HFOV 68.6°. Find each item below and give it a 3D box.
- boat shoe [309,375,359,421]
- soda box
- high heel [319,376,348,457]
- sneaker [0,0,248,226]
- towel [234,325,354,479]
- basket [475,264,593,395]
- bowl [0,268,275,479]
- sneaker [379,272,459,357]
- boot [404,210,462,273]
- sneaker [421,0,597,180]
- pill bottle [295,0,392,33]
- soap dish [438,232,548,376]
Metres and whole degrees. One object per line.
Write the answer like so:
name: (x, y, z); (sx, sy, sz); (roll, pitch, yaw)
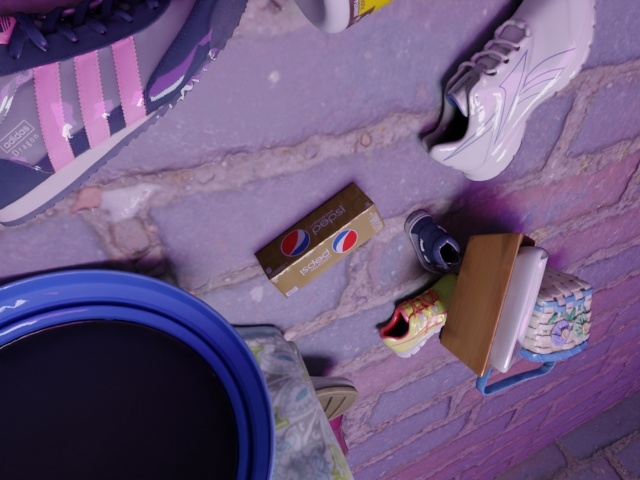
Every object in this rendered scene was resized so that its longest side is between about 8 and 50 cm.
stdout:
boat shoe: (-0.067, 0.278, 0.846); (0.302, 0.103, 0.113); (4, 124, -35)
soda box: (0.000, 0.000, 0.679); (0.181, 0.061, 0.058); (-36, 137, -1)
high heel: (-0.135, 0.406, 0.950); (0.377, 0.127, 0.181); (-17, 102, -12)
sneaker: (-0.202, -0.145, 0.379); (0.319, 0.112, 0.131); (-42, 141, 3)
towel: (-0.147, 0.261, 0.620); (0.374, 0.320, 0.090); (6, 131, -37)
basket: (0.484, 0.216, 1.088); (0.255, 0.201, 0.289); (-9, 121, -29)
bowl: (-0.243, 0.208, 0.466); (0.391, 0.391, 0.077); (-11, 145, -26)
sneaker: (0.200, 0.143, 0.929); (0.094, 0.081, 0.208); (33, 100, -35)
boot: (0.213, 0.028, 0.828); (0.069, 0.086, 0.190); (-43, 137, 6)
sneaker: (0.246, -0.215, 0.626); (0.129, 0.111, 0.297); (5, 122, -30)
pill bottle: (0.070, -0.293, 0.427); (0.215, 0.117, 0.117); (-33, 138, -5)
soap dish: (0.317, 0.099, 0.839); (0.291, 0.118, 0.228); (6, 99, -61)
